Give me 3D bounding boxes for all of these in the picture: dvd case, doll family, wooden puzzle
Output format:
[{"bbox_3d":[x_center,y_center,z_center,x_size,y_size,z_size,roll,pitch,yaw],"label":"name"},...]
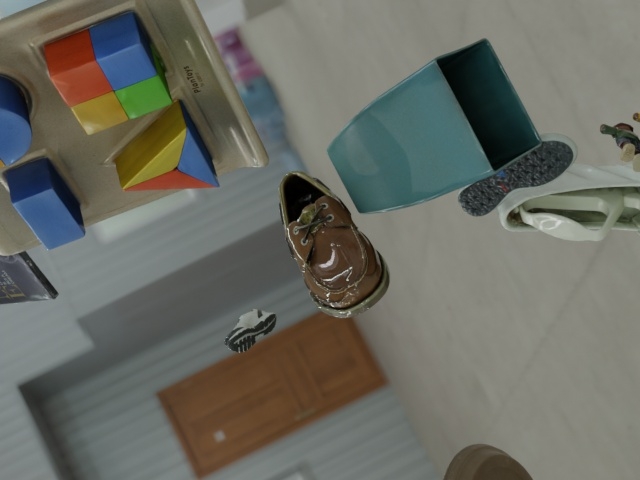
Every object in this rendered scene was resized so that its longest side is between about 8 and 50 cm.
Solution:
[{"bbox_3d":[-0.497,0.029,1.958,0.221,0.018,0.164,-6,128,40],"label":"dvd case"},{"bbox_3d":[0.424,-0.102,1.594,0.193,0.076,0.111,33,-159,-11],"label":"doll family"},{"bbox_3d":[-0.253,-0.105,1.388,0.322,0.348,0.080,65,-170,-55],"label":"wooden puzzle"}]

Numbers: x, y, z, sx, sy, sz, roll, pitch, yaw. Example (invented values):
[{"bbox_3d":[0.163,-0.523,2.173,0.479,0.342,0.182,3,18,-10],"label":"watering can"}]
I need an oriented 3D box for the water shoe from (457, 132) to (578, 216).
[{"bbox_3d":[0.279,-0.108,1.932,0.073,0.203,0.080,50,-143,-15],"label":"water shoe"}]

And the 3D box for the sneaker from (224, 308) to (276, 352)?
[{"bbox_3d":[-0.115,0.138,2.083,0.044,0.109,0.040,20,120,29],"label":"sneaker"}]

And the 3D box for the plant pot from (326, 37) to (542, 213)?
[{"bbox_3d":[0.140,-0.136,1.841,0.165,0.234,0.165,-29,-89,-54],"label":"plant pot"}]

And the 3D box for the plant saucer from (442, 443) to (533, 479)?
[{"bbox_3d":[0.284,0.456,2.140,0.278,0.041,0.277,23,-122,-42],"label":"plant saucer"}]

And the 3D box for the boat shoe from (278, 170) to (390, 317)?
[{"bbox_3d":[0.000,0.000,1.815,0.104,0.111,0.307,54,180,-27],"label":"boat shoe"}]

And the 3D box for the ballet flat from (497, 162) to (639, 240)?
[{"bbox_3d":[0.448,-0.048,1.985,0.139,0.400,0.139,3,-90,-70],"label":"ballet flat"}]
